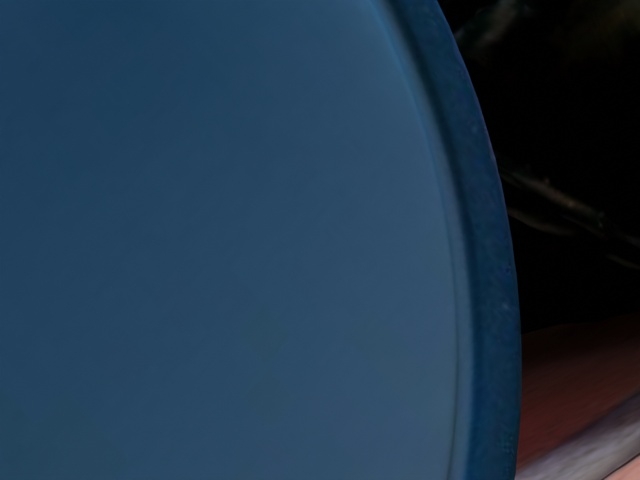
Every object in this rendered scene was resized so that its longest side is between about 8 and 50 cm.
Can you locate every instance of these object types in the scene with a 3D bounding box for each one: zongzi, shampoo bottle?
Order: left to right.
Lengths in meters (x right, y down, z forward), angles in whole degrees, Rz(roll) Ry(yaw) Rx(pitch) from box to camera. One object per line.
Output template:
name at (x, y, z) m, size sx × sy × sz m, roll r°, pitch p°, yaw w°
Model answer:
shampoo bottle at (-0.177, 0.039, 0.432) m, size 0.331 × 0.331 × 0.343 m, roll -32°, pitch 5°, yaw -29°
zongzi at (0.063, -0.120, 0.607) m, size 0.319 × 0.362 × 0.383 m, roll -48°, pitch 8°, yaw -9°
